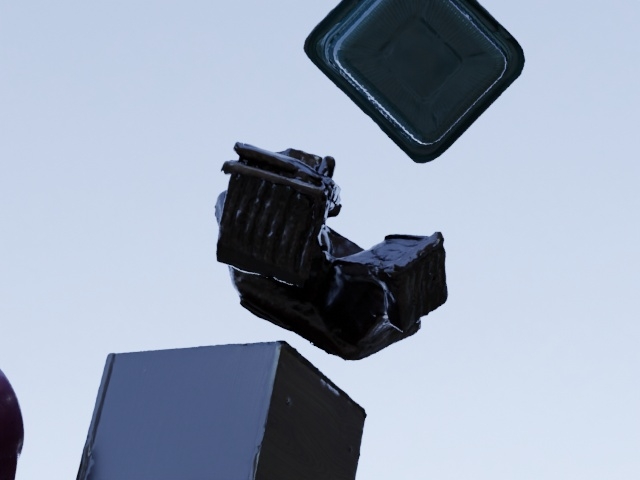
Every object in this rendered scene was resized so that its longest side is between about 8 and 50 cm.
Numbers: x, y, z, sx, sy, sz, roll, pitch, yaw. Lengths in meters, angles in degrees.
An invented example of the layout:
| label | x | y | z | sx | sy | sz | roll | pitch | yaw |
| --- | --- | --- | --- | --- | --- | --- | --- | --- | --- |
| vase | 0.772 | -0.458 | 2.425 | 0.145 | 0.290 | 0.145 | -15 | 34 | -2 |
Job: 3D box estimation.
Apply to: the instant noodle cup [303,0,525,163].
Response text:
| label | x | y | z | sx | sy | sz | roll | pitch | yaw |
| --- | --- | --- | --- | --- | --- | --- | --- | --- | --- |
| instant noodle cup | 0.093 | -0.177 | 1.401 | 0.179 | 0.070 | 0.157 | 43 | -80 | -8 |

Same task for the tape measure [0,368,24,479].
| label | x | y | z | sx | sy | sz | roll | pitch | yaw |
| --- | --- | --- | --- | --- | --- | --- | --- | --- | --- |
| tape measure | -0.292 | 0.153 | 1.166 | 0.074 | 0.118 | 0.125 | -19 | -77 | -44 |

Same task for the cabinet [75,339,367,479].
| label | x | y | z | sx | sy | sz | roll | pitch | yaw |
| --- | --- | --- | --- | --- | --- | --- | --- | --- | --- |
| cabinet | -0.084 | 0.211 | 1.143 | 0.175 | 0.215 | 0.148 | -7 | -33 | 30 |

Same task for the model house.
| label | x | y | z | sx | sy | sz | roll | pitch | yaw |
| --- | --- | --- | --- | --- | --- | --- | --- | --- | --- |
| model house | 0.008 | -0.004 | 1.141 | 0.203 | 0.141 | 0.164 | 25 | -41 | 1 |
